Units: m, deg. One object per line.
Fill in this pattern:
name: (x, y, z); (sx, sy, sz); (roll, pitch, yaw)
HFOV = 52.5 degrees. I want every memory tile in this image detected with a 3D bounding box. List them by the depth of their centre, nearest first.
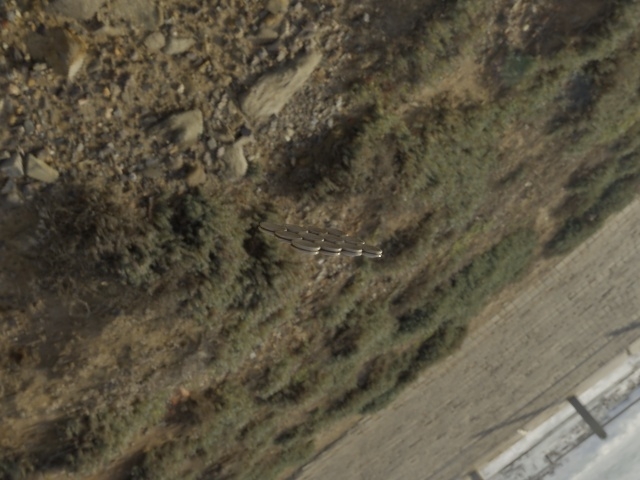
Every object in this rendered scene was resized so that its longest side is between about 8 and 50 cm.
memory tile: (0.000, 0.000, 0.858); (0.148, 0.113, 0.012); (4, 106, -40)
